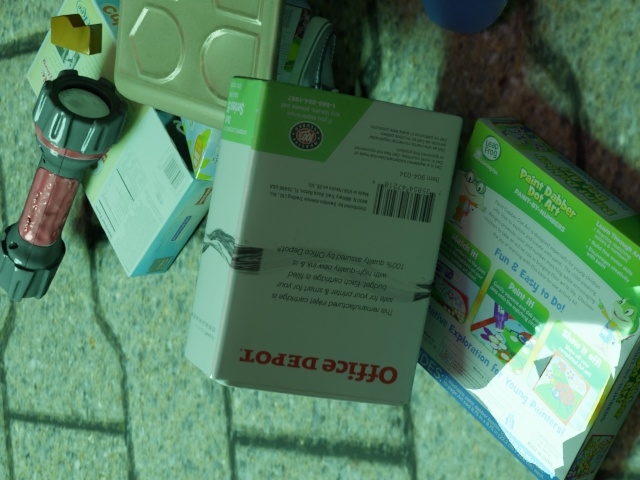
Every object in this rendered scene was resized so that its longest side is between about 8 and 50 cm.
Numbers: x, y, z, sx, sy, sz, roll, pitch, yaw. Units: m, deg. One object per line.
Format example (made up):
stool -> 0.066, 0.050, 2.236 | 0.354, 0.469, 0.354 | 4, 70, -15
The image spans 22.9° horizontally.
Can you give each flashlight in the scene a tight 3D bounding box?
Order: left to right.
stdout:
flashlight -> -0.315, -0.054, 1.848 | 0.103, 0.103, 0.304 | 50, 132, 29

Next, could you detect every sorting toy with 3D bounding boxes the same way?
sorting toy -> -0.149, -0.237, 1.556 | 0.307, 0.041, 0.229 | 21, 117, 36

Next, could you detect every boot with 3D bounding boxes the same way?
boot -> 0.007, -0.127, 1.604 | 0.086, 0.069, 0.190 | 16, 99, 16

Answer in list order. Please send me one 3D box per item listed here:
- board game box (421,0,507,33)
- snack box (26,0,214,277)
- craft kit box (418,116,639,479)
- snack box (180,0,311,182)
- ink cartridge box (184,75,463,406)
board game box -> 0.126, -0.277, 1.455 | 0.133, 0.033, 0.168 | -18, 100, 58
snack box -> -0.234, -0.140, 1.860 | 0.187, 0.060, 0.322 | -52, 58, 41
craft kit box -> 0.192, 0.055, 1.419 | 0.250, 0.061, 0.246 | 44, 128, 35
snack box -> -0.084, -0.185, 1.633 | 0.174, 0.070, 0.207 | -112, 35, -58
ink cartridge box -> 0.000, 0.000, 1.451 | 0.115, 0.198, 0.273 | -157, 77, -69
